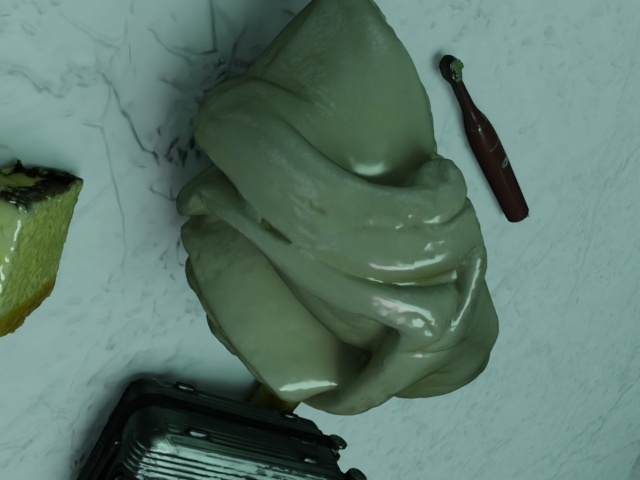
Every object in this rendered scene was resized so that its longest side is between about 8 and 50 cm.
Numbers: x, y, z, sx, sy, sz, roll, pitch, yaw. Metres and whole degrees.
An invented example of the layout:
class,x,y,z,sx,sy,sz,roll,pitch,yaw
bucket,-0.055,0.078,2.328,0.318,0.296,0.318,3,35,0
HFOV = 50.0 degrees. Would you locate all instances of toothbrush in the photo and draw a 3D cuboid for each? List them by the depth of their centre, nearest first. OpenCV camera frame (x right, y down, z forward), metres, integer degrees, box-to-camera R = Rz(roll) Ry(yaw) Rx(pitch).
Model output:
class,x,y,z,sx,sy,sz,roll,pitch,yaw
toothbrush,0.226,-0.126,0.928,0.041,0.041,0.364,-47,140,-3

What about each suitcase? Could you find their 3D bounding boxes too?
class,x,y,z,sx,sy,sz,roll,pitch,yaw
suitcase,-0.121,0.293,0.812,0.312,0.128,0.202,22,104,-29

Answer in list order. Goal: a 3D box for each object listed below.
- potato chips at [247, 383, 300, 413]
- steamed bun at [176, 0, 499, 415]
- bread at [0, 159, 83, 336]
class,x,y,z,sx,sy,sz,roll,pitch,yaw
potato chips,-0.029,0.136,0.881,0.080,0.057,0.406,7,115,-48
steamed bun,0.000,0.000,0.630,0.255,0.342,0.367,-21,143,4
bread,-0.271,0.005,0.565,0.147,0.127,0.152,-66,170,15
